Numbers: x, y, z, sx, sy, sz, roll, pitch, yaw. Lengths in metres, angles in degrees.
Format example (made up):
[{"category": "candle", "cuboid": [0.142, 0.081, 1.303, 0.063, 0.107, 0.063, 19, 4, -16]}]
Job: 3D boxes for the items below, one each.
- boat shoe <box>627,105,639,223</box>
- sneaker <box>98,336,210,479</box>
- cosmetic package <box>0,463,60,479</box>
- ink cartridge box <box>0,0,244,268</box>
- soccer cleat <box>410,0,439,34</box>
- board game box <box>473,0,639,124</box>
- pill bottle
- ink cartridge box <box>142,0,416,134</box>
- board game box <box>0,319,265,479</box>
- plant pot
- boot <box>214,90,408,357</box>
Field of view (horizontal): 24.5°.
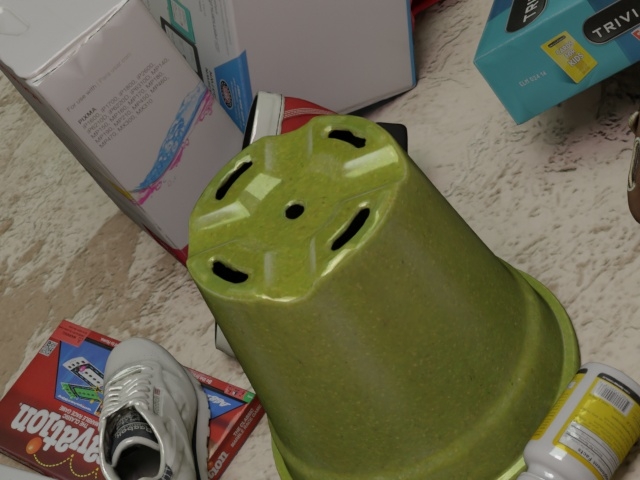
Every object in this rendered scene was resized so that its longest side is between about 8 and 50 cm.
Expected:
[{"category": "boat shoe", "cuboid": [0.303, -0.116, 1.255, 0.095, 0.095, 0.257, -23, 33, 38]}, {"category": "sneaker", "cuboid": [-0.149, 0.154, 1.254, 0.090, 0.095, 0.235, -31, 40, 6]}, {"category": "cosmetic package", "cuboid": [-0.217, 0.248, 1.185, 0.231, 0.117, 0.085, -6, 45, 56]}, {"category": "ink cartridge box", "cuboid": [-0.186, -0.124, 1.423, 0.131, 0.306, 0.226, -42, 41, -8]}, {"category": "soccer cleat", "cuboid": [0.153, -0.314, 1.570, 0.248, 0.083, 0.095, -37, 70, -10]}, {"category": "board game box", "cuboid": [0.307, -0.262, 1.289, 0.336, 0.079, 0.254, -28, 22, 30]}, {"category": "pill bottle", "cuboid": [0.190, 0.152, 1.089, 0.065, 0.065, 0.116, 21, 64, 44]}, {"category": "ink cartridge box", "cuboid": [-0.059, -0.261, 1.513, 0.197, 0.198, 0.270, -22, 36, -21]}, {"category": "board game box", "cuboid": [-0.190, 0.167, 1.361, 0.281, 0.027, 0.145, 15, 62, 42]}, {"category": "plant pot", "cuboid": [0.031, 0.050, 1.151, 0.276, 0.254, 0.276, -18, 43, 18]}, {"category": "boot", "cuboid": [0.000, 0.000, 1.353, 0.088, 0.176, 0.244, -167, 90, -80]}]
